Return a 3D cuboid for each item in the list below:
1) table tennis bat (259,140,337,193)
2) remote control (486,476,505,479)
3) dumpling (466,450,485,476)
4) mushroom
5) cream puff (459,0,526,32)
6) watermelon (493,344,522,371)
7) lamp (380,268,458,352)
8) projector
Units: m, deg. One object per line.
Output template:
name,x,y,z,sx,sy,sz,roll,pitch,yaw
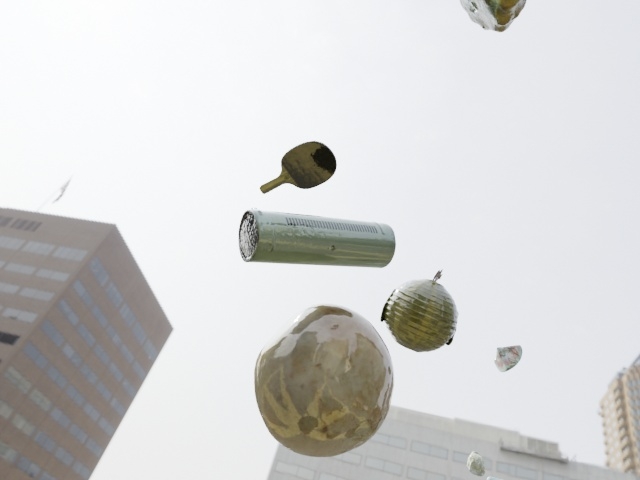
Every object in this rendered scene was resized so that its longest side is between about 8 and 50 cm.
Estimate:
table tennis bat,-0.069,-0.195,1.392,0.246,0.022,0.138,-25,-61,22
remote control,0.474,0.739,1.226,0.103,0.051,0.294,2,-74,27
dumpling,0.483,0.688,1.492,0.057,0.052,0.076,17,-3,13
mushroom,-0.008,0.284,0.998,0.297,0.298,0.290,37,-28,-18
cream puff,0.313,-0.455,0.856,0.146,0.146,0.116,40,-79,-21
watermelon,0.453,0.288,1.204,0.061,0.085,0.085,51,-45,-3
lamp,0.334,0.220,1.585,0.250,0.285,0.250,21,3,-1
projector,0.000,0.000,1.017,0.337,0.108,0.108,4,-31,-31
